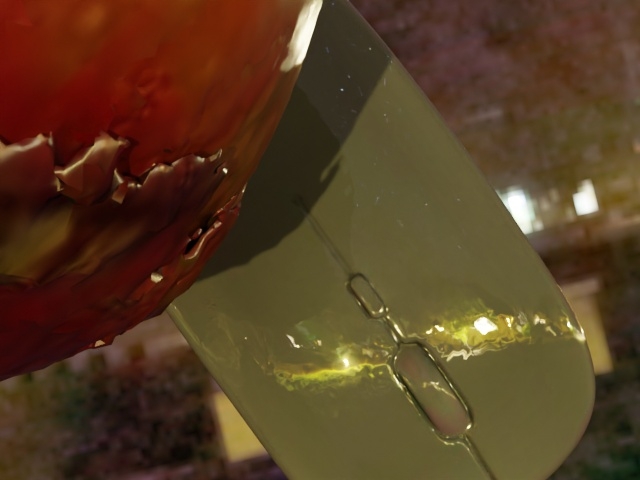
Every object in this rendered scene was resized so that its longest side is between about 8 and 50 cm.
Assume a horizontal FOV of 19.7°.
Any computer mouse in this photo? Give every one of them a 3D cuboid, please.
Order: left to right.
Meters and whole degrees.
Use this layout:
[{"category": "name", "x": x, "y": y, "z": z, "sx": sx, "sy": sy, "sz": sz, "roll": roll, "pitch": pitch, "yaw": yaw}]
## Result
[{"category": "computer mouse", "x": 0.000, "y": -0.001, "z": 0.656, "sx": 0.120, "sy": 0.232, "sz": 0.057, "roll": -34, "pitch": -11, "yaw": -2}]

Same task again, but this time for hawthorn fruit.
[{"category": "hawthorn fruit", "x": -0.127, "y": -0.110, "z": 0.455, "sx": 0.316, "sy": 0.316, "sz": 0.316, "roll": -14, "pitch": -1, "yaw": 0}]
